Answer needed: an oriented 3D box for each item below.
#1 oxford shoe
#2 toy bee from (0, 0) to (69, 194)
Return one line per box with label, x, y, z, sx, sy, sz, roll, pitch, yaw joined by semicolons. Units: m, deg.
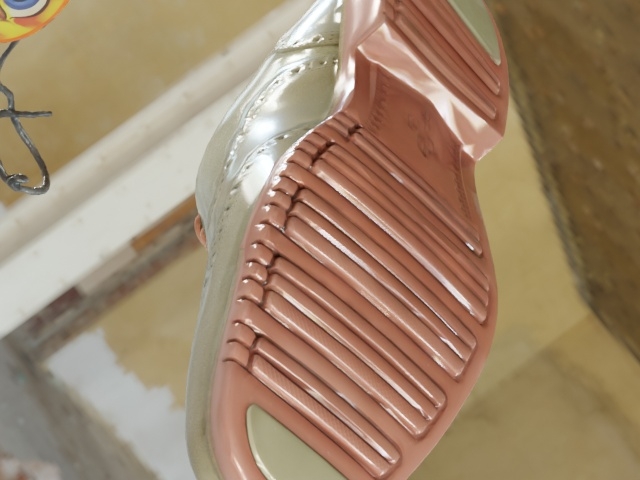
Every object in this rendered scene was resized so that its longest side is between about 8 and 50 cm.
oxford shoe;0.000;0.000;0.753;0.140;0.147;0.397;46;37;-20
toy bee;-0.199;-0.172;0.798;0.298;0.162;0.195;29;32;-60
